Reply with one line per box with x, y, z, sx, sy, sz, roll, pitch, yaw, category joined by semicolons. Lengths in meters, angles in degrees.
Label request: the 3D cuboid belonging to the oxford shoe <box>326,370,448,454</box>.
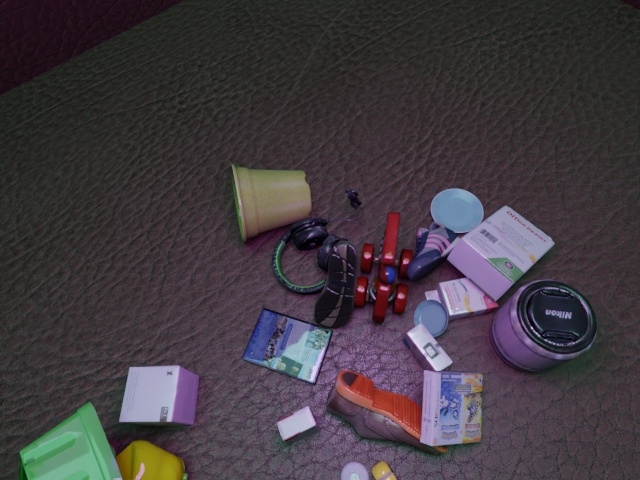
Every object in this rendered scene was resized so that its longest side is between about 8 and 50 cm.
0.188;0.518;1.221;0.363;0.130;0.133;29;108;8;oxford shoe

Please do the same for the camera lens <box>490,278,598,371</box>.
0.625;0.251;1.212;0.219;0.274;0.220;-2;63;4;camera lens

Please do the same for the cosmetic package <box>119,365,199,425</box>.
-0.466;0.462;1.247;0.151;0.184;0.152;-3;62;3;cosmetic package

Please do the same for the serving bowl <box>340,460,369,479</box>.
0.096;0.665;1.185;0.083;0.027;0.084;-2;63;5;serving bowl

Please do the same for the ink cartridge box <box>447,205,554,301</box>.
0.585;0.034;1.370;0.278;0.117;0.201;-29;63;-32;ink cartridge box

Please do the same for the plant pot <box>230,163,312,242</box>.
-0.172;-0.147;1.510;0.253;0.276;0.276;-9;62;-12;plant pot

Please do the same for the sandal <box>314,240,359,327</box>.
0.064;0.145;1.357;0.120;0.086;0.303;17;105;7;sandal

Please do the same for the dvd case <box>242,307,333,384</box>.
-0.105;0.338;1.372;0.252;0.022;0.181;15;65;12;dvd case

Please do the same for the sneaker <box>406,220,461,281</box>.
0.344;0.029;1.386;0.131;0.112;0.319;45;39;17;sneaker

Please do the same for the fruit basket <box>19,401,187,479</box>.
-0.565;0.615;1.130;0.392;0.392;0.283;-33;66;-12;fruit basket

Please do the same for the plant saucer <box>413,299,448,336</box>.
0.356;0.249;1.351;0.119;0.021;0.120;-16;67;40;plant saucer

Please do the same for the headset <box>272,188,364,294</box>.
0.000;0.000;1.443;0.243;0.185;0.394;41;84;21;headset

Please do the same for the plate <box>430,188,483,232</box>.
0.496;-0.106;1.545;0.188;0.024;0.188;-2;63;3;plate

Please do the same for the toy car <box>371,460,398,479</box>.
0.218;0.742;1.121;0.238;0.053;0.225;21;67;15;toy car

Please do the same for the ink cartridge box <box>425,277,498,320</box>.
0.453;0.190;1.374;0.198;0.067;0.115;-11;63;-1;ink cartridge box

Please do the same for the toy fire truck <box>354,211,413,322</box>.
0.203;0.092;1.340;0.169;0.254;0.302;9;64;9;toy fire truck

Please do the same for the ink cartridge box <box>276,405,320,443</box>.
-0.060;0.530;1.207;0.099;0.135;0.056;-24;61;-8;ink cartridge box

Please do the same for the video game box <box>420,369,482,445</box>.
0.366;0.460;1.170;0.205;0.048;0.187;12;80;-31;video game box

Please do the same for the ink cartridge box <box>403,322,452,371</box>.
0.333;0.351;1.282;0.060;0.104;0.180;-31;65;-12;ink cartridge box
